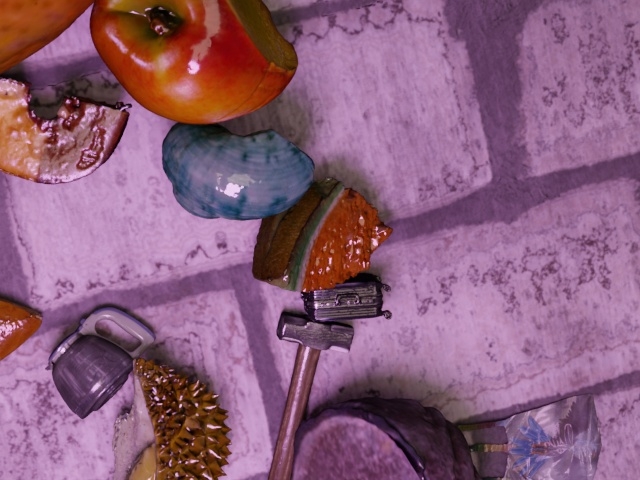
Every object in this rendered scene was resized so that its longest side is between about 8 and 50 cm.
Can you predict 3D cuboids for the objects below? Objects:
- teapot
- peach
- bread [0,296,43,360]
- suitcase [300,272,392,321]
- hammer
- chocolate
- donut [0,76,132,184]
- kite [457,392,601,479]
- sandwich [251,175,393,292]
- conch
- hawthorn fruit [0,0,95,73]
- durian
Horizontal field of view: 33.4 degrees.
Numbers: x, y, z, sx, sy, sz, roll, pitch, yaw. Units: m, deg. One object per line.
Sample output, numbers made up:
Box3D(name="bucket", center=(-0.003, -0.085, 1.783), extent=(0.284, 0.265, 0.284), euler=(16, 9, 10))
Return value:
Box3D(name="teapot", center=(-0.320, 0.168, 1.511), extent=(0.108, 0.111, 0.149), euler=(43, 96, 1))
Box3D(name="peach", center=(-0.161, -0.273, 1.397), extent=(0.245, 0.274, 0.249), euler=(-3, 87, 28))
Box3D(name="bread", center=(-0.490, 0.135, 1.504), extent=(0.154, 0.054, 0.136), euler=(27, 97, -10))
Box3D(name="suitcase", center=(0.036, 0.085, 1.567), extent=(0.126, 0.086, 0.059), euler=(-4, 99, -9))
Box3D(name="hammer", center=(-0.043, 0.289, 1.617), extent=(0.111, 0.043, 0.365), euler=(11, 100, -13))
Box3D(name="chocolate", center=(0.125, 0.361, 1.552), extent=(0.213, 0.303, 0.303), euler=(-11, 104, -43))
Box3D(name="donut", center=(-0.381, -0.154, 1.456), extent=(0.217, 0.085, 0.141), euler=(17, 97, -11))
Box3D(name="kite", center=(0.303, 0.344, 1.694), extent=(0.310, 0.015, 0.169), euler=(-7, 101, -9))
Box3D(name="sandwich", center=(-0.005, 0.007, 1.526), extent=(0.160, 0.109, 0.185), euler=(36, 71, -32))
Box3D(name="conch", center=(-0.131, -0.089, 1.467), extent=(0.196, 0.202, 0.134), euler=(38, 73, -20))
Box3D(name="hawthorn fruit", center=(-0.467, -0.394, 1.227), extent=(0.471, 0.472, 0.472), euler=(-2, 100, -10))
Box3D(name="durian", center=(-0.223, 0.304, 1.539), extent=(0.166, 0.172, 0.306), euler=(22, 119, 28))
